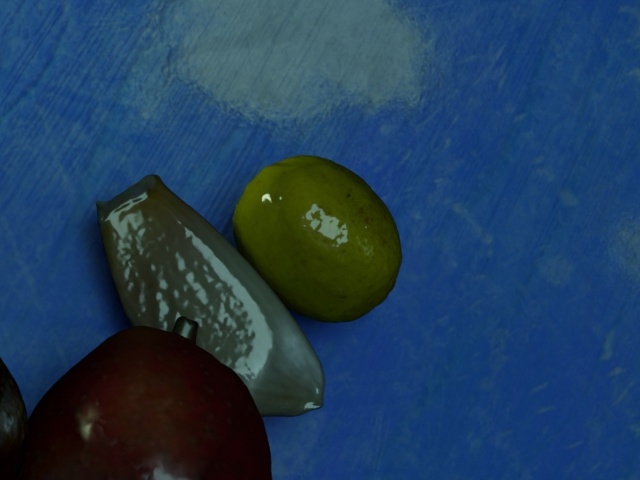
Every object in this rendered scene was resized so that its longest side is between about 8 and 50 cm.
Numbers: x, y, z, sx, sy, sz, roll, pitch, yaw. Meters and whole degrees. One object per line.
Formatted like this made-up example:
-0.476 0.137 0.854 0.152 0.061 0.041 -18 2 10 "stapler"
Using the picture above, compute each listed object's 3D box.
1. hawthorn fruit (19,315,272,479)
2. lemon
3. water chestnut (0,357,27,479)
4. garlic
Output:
-0.172 0.213 1.969 0.265 0.265 0.307 19 67 -22 "hawthorn fruit"
0.000 0.000 2.175 0.207 0.170 0.170 43 60 -12 "lemon"
-0.428 0.147 1.815 0.335 0.335 0.347 -3 120 -29 "water chestnut"
-0.128 0.073 2.119 0.143 0.112 0.318 -40 98 -5 "garlic"
